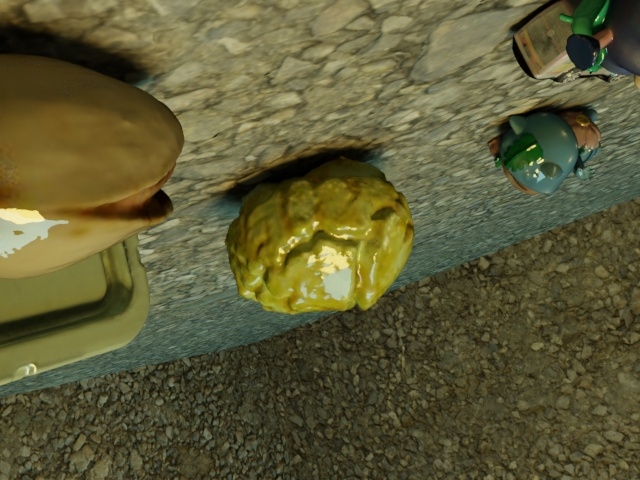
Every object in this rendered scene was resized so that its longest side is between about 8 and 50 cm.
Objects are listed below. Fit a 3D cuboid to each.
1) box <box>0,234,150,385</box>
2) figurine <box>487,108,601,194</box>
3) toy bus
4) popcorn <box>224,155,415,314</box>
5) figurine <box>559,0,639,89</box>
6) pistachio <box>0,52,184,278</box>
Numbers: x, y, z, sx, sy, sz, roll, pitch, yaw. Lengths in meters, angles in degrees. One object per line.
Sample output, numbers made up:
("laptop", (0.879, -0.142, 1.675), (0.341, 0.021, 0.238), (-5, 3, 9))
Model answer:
("box", (-0.304, 0.029, 0.573), (0.182, 0.175, 0.312), (-13, 180, 36))
("figurine", (0.300, -0.115, 1.048), (0.178, 0.114, 0.144), (-21, 175, -34))
("toy bus", (0.254, -0.183, 0.718), (0.172, 0.057, 0.072), (-11, 162, -37))
("popcorn", (0.000, 0.000, 0.928), (0.221, 0.183, 0.204), (-17, 164, 2))
("figurine", (0.283, -0.163, 0.600), (0.195, 0.111, 0.102), (13, -177, -1))
("pistachio", (-0.167, -0.046, 0.489), (0.144, 0.144, 0.215), (-24, 180, 32))
